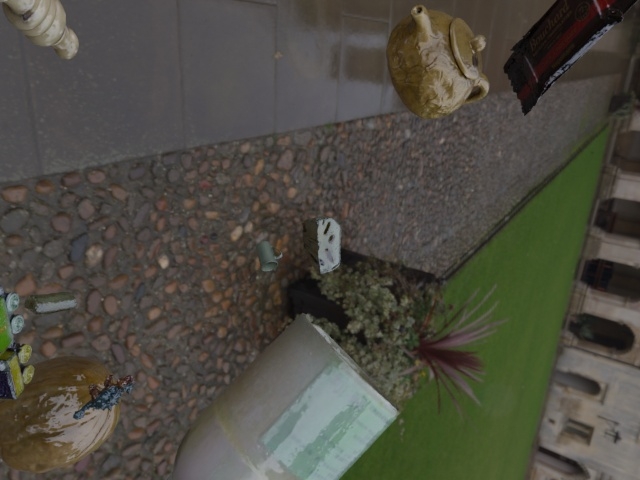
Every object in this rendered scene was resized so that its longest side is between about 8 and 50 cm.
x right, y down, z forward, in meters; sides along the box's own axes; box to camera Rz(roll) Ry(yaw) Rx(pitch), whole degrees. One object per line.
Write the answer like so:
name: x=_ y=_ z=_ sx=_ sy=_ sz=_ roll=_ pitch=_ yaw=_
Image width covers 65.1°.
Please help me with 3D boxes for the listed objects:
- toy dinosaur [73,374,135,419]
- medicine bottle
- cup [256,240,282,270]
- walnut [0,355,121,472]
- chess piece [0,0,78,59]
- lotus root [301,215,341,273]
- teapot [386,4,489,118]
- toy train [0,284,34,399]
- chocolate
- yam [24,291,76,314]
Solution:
toy dinosaur: x=-0.417 y=0.302 z=0.968 sx=0.154 sy=0.055 sz=0.049 roll=-34 pitch=146 yaw=10
medicine bottle: x=-0.090 y=0.342 z=0.824 sx=0.406 sy=0.235 sz=0.236 roll=-45 pitch=145 yaw=-4
cup: x=-0.164 y=0.043 z=1.580 sx=0.075 sy=0.083 sz=0.054 roll=-39 pitch=144 yaw=28
walnut: x=-0.697 y=0.452 z=1.325 sx=0.252 sy=0.312 sz=0.277 roll=81 pitch=-5 yaw=-86
chess piece: x=-0.591 y=-0.485 z=1.013 sx=0.124 sy=0.139 sz=0.307 roll=-36 pitch=167 yaw=-3
lotus root: x=0.003 y=-0.002 z=1.282 sx=0.070 sy=0.144 sz=0.143 roll=-7 pitch=108 yaw=-20
teapot: x=0.247 y=-0.347 z=0.975 sx=0.311 sy=0.167 sz=0.204 roll=22 pitch=64 yaw=-45
toy train: x=-0.513 y=0.169 z=0.802 sx=0.081 sy=0.060 sz=0.202 roll=-87 pitch=-179 yaw=-65
chocolate: x=0.269 y=-0.225 z=0.555 sx=0.028 sy=0.086 sz=0.182 roll=-3 pitch=155 yaw=-21
yam: x=-0.563 y=0.131 z=1.050 sx=0.094 sy=0.043 sz=0.043 roll=-5 pitch=108 yaw=-60
